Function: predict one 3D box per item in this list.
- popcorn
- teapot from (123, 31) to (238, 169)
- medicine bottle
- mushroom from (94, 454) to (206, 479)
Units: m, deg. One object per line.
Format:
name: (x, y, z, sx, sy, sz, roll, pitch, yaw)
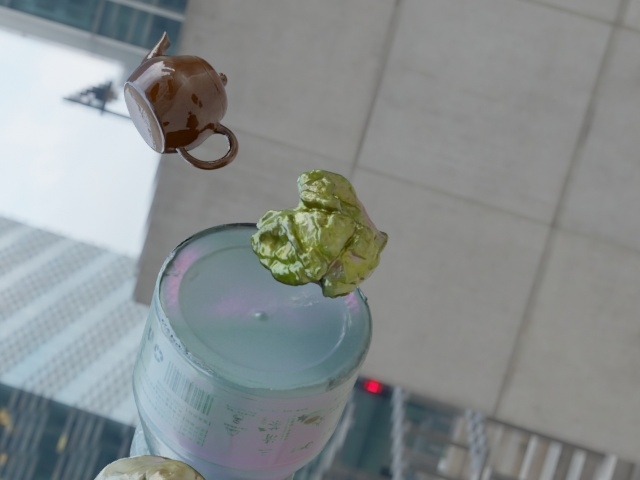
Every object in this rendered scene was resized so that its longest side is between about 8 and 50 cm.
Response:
popcorn: (0.000, 0.000, 1.649, 0.126, 0.126, 0.145, -47, -1, -15)
teapot: (-0.147, -0.153, 1.755, 0.116, 0.173, 0.116, -31, -14, -9)
medicine bottle: (-0.093, 0.163, 1.792, 0.245, 0.245, 0.290, -65, -4, -47)
mushroom: (-0.148, 0.250, 1.352, 0.112, 0.148, 0.148, 13, -86, -50)
